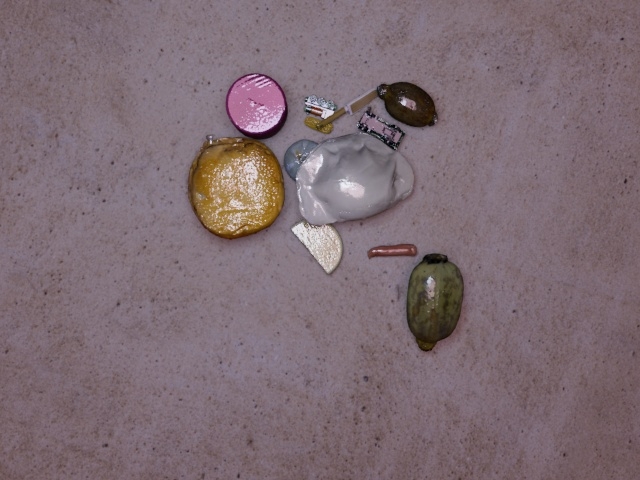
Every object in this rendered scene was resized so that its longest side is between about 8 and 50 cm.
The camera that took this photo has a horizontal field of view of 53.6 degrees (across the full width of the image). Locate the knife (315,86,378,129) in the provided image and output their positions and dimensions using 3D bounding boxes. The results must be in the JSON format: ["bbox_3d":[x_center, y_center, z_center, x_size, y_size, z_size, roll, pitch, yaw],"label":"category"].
[{"bbox_3d":[0.093,-0.408,1.948,0.256,0.022,0.046,-33,138,-9],"label":"knife"}]

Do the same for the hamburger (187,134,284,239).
[{"bbox_3d":[-0.254,-0.163,1.896,0.289,0.170,0.314,-7,93,-4],"label":"hamburger"}]

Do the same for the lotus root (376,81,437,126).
[{"bbox_3d":[0.264,-0.418,1.926,0.209,0.120,0.120,28,92,-4],"label":"lotus root"}]

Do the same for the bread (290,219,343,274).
[{"bbox_3d":[0.005,0.000,1.982,0.112,0.036,0.193,-40,90,-4],"label":"bread"}]

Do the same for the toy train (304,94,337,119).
[{"bbox_3d":[-0.003,-0.410,1.954,0.103,0.044,0.064,17,103,-3],"label":"toy train"}]

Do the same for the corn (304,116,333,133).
[{"bbox_3d":[-0.006,-0.357,1.958,0.092,0.037,0.037,22,93,-2],"label":"corn"}]

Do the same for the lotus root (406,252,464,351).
[{"bbox_3d":[0.350,0.199,1.952,0.173,0.173,0.310,2,101,-2],"label":"lotus root"}]

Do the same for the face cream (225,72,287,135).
[{"bbox_3d":[-0.184,-0.389,1.872,0.175,0.195,0.175,0,92,-2],"label":"face cream"}]

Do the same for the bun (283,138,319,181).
[{"bbox_3d":[-0.045,-0.242,1.941,0.140,0.083,0.141,0,95,1],"label":"bun"}]

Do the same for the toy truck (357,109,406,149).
[{"bbox_3d":[0.185,-0.341,1.944,0.147,0.079,0.065,28,93,-4],"label":"toy truck"}]

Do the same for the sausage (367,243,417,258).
[{"bbox_3d":[0.225,0.034,1.989,0.157,0.036,0.042,-5,86,-1],"label":"sausage"}]

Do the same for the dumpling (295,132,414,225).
[{"bbox_3d":[0.100,-0.190,1.897,0.341,0.181,0.260,-14,99,12],"label":"dumpling"}]
